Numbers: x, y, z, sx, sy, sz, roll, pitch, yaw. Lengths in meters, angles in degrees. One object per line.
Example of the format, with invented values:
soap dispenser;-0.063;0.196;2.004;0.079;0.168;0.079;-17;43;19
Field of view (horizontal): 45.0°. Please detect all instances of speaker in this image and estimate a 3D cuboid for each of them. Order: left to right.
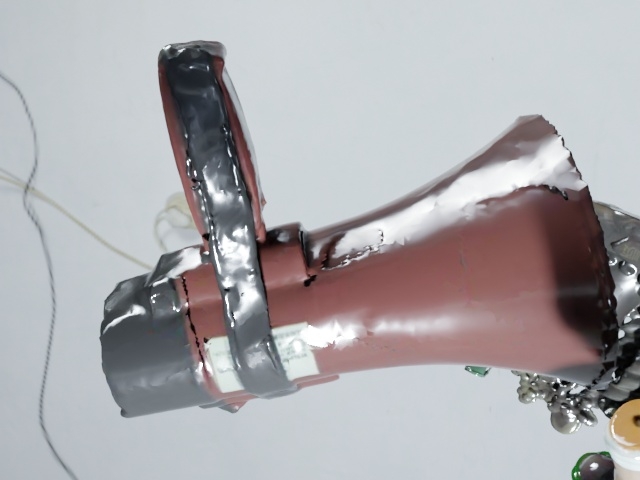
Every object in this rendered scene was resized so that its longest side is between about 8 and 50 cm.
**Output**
speaker;0.014;0.016;0.499;0.329;0.259;0.198;-10;59;-4

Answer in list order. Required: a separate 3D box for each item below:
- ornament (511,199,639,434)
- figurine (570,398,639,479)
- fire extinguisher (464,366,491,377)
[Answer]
ornament;0.322;0.108;0.783;0.251;0.106;0.260;24;107;28
figurine;0.193;0.154;0.406;0.147;0.093;0.197;31;143;47
fire extinguisher;0.205;0.125;0.941;0.038;0.025;0.083;22;90;7
